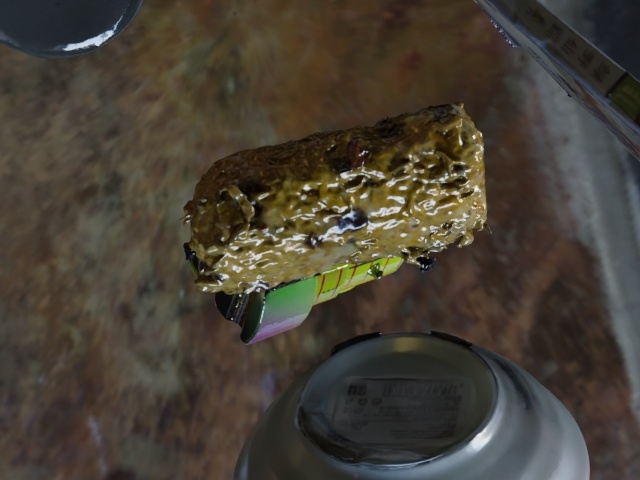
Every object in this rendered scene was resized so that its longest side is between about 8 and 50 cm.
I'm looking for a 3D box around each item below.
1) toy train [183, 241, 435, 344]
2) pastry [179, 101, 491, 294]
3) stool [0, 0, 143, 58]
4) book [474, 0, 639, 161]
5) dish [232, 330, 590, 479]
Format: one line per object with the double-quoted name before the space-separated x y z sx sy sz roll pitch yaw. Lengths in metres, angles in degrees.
"toy train" 0.000 0.000 1.825 0.296 0.100 0.160 -20 59 -35
"pastry" 0.006 -0.018 0.782 0.140 0.056 0.080 -11 138 -1
"stool" -0.233 -0.233 1.380 0.228 0.139 0.153 -9 117 5
"book" 0.155 -0.068 0.906 0.026 0.231 0.157 -47 135 7
"dish" 0.058 0.137 1.228 0.260 0.260 0.085 -11 127 -1
